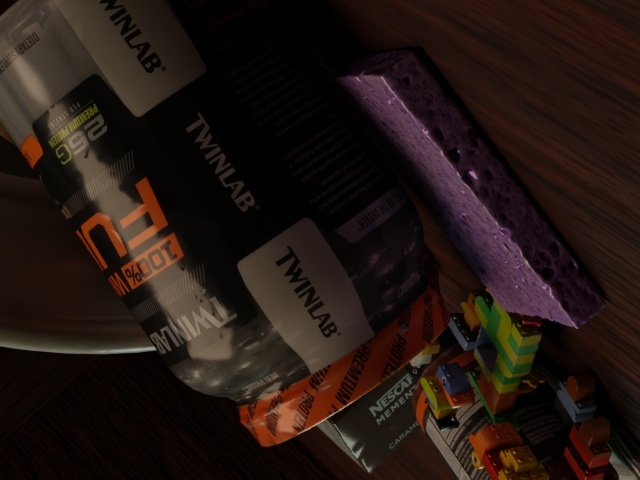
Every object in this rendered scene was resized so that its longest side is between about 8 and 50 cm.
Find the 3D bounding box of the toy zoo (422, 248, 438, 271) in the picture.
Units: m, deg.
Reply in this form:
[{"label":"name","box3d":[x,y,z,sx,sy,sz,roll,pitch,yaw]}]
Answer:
[{"label":"toy zoo","box3d":[-0.017,-0.036,1.295,0.293,0.030,0.192,52,153,-18]}]

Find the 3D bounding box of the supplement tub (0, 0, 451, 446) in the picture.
[{"label":"supplement tub","box3d":[-0.069,-0.041,1.049,0.338,0.207,0.207,56,170,-2]}]

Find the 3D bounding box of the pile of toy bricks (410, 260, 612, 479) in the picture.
[{"label":"pile of toy bricks","box3d":[0.136,0.084,1.102,0.212,0.118,0.105,-119,28,-43]}]

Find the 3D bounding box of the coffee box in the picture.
[{"label":"coffee box","box3d":[0.011,0.098,1.507,0.246,0.141,0.098,37,164,44]}]

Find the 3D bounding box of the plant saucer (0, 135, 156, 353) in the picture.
[{"label":"plant saucer","box3d":[-0.226,-0.033,1.241,0.400,0.401,0.100,36,121,50]}]

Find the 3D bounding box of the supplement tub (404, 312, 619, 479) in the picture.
[{"label":"supplement tub","box3d":[0.141,0.146,1.194,0.198,0.106,0.106,56,177,40]}]

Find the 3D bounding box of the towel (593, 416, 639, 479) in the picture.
[{"label":"towel","box3d":[0.251,0.200,1.202,0.152,0.023,0.113,50,169,-8]}]

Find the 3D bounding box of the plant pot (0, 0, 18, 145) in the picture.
[{"label":"plant pot","box3d":[-0.191,-0.179,1.171,0.032,0.236,0.236,-5,131,42]}]

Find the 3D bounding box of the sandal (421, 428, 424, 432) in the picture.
[{"label":"sandal","box3d":[0.153,0.201,1.578,0.254,0.054,0.097,41,179,-11]}]

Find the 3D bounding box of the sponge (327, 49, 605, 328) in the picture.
[{"label":"sponge","box3d":[0.093,-0.033,0.982,0.210,0.031,0.117,52,170,-15]}]
